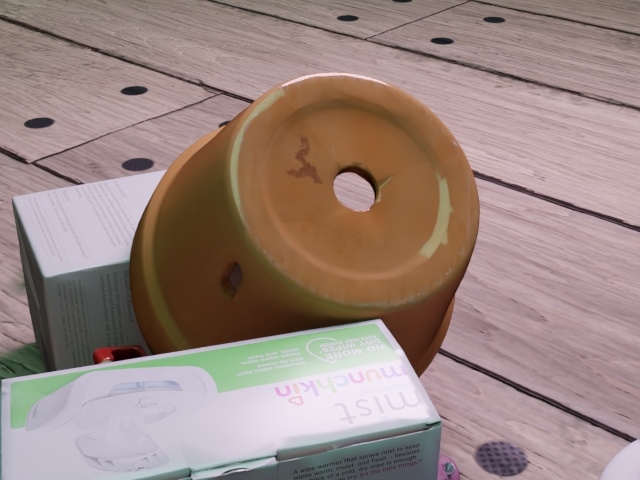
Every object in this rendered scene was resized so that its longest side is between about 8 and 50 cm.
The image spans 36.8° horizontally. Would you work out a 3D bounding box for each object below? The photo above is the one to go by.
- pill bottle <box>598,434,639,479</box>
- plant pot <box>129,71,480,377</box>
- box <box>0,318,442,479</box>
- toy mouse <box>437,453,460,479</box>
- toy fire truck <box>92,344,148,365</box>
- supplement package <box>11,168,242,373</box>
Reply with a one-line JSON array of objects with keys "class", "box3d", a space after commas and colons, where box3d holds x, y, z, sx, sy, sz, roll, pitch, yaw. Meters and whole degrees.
[{"class": "pill bottle", "box3d": [0.231, 0.211, 0.573, 0.152, 0.272, 0.152, 0, 29, 0]}, {"class": "plant pot", "box3d": [0.000, 0.000, 0.790, 0.290, 0.203, 0.291, 7, 66, -16]}, {"class": "box", "box3d": [-0.065, 0.196, 0.643, 0.261, 0.231, 0.127, -8, 30, -13]}, {"class": "toy mouse", "box3d": [0.065, 0.184, 0.795, 0.160, 0.031, 0.143, 16, -9, -10]}, {"class": "toy fire truck", "box3d": [-0.223, 0.172, 0.783, 0.192, 0.135, 0.047, -16, 33, -26]}, {"class": "supplement package", "box3d": [-0.141, 0.040, 0.979, 0.292, 0.175, 0.177, -12, 31, -21]}]
